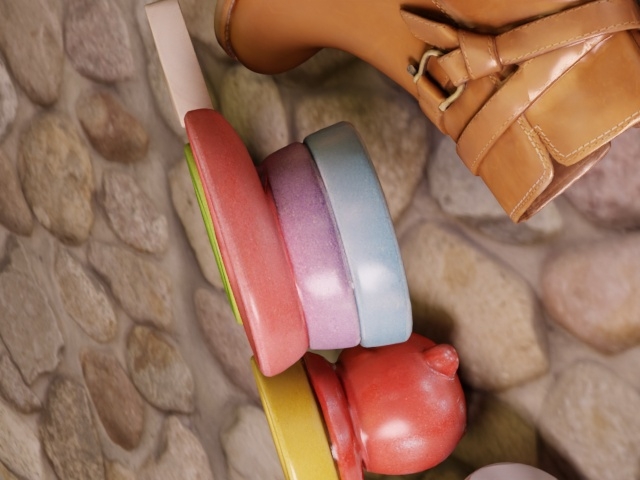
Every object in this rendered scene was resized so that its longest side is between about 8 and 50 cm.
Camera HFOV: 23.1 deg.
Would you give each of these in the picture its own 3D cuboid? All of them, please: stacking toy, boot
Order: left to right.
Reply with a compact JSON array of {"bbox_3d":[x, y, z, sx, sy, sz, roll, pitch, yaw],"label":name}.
[{"bbox_3d":[0.000,0.000,0.994,0.309,0.130,0.279,81,171,-54],"label":"stacking toy"},{"bbox_3d":[0.066,-0.108,0.902,0.283,0.109,0.220,-37,84,45],"label":"boot"}]

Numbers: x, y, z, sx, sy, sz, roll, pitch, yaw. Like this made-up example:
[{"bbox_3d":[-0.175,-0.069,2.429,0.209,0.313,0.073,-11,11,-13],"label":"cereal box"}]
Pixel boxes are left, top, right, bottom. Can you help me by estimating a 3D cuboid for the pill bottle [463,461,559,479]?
[{"bbox_3d":[0.082,0.247,1.028,0.136,0.136,0.245,52,141,18],"label":"pill bottle"}]
